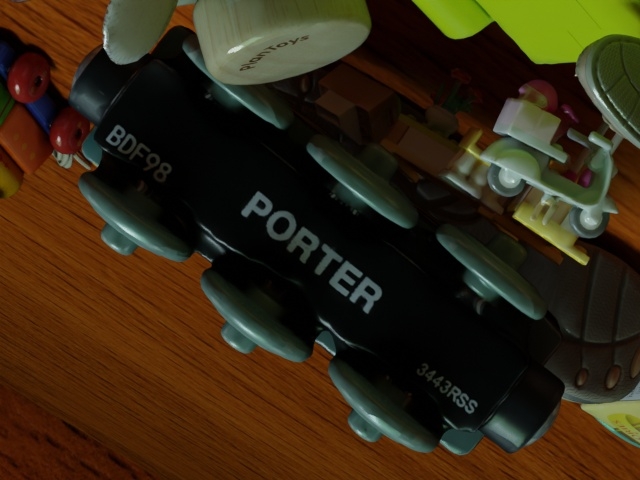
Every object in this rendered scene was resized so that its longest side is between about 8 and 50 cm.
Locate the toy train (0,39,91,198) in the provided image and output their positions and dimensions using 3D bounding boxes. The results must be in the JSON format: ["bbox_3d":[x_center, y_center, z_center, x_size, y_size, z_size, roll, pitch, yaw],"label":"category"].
[{"bbox_3d":[-0.271,-0.062,1.446,0.105,0.143,0.248,20,161,24],"label":"toy train"}]

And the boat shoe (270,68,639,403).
[{"bbox_3d":[0.066,0.008,1.182,0.355,0.132,0.130,35,164,-13],"label":"boat shoe"}]

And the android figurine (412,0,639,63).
[{"bbox_3d":[0.113,-0.140,0.728,0.248,0.056,0.273,8,155,48],"label":"android figurine"}]

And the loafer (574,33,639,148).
[{"bbox_3d":[0.161,-0.052,0.763,0.125,0.045,0.039,27,171,-22],"label":"loafer"}]

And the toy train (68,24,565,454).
[{"bbox_3d":[0.000,0.000,0.995,0.334,0.142,0.190,37,-174,2],"label":"toy train"}]

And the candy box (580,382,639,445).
[{"bbox_3d":[0.344,0.118,1.158,0.183,0.087,0.316,33,161,-17],"label":"candy box"}]

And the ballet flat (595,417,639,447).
[{"bbox_3d":[0.309,0.150,1.362,0.213,0.072,0.068,32,134,-16],"label":"ballet flat"}]

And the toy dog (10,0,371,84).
[{"bbox_3d":[-0.080,-0.165,0.699,0.333,0.161,0.220,71,178,-61],"label":"toy dog"}]

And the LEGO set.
[{"bbox_3d":[0.110,-0.069,0.977,0.132,0.107,0.287,35,179,-23],"label":"LEGO set"}]
